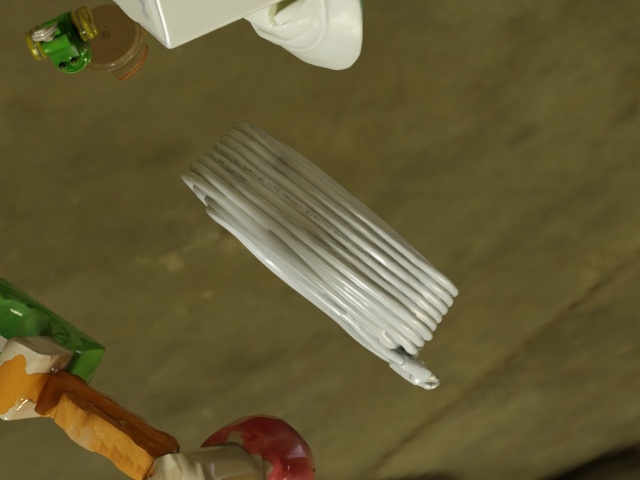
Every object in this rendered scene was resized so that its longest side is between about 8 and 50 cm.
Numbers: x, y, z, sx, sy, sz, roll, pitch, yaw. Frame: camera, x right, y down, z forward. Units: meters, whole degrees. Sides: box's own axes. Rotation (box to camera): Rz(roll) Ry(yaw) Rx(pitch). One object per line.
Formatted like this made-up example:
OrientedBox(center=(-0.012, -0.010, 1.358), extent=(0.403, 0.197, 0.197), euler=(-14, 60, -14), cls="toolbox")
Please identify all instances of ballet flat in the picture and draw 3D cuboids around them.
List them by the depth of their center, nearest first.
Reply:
OrientedBox(center=(-0.045, -0.302, 1.851), extent=(0.139, 0.139, 0.400), euler=(-21, 141, -11), cls="ballet flat")

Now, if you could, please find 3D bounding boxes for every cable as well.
OrientedBox(center=(0.000, 0.000, 1.553), extent=(0.089, 0.257, 0.257), euler=(-50, 139, -3), cls="cable")

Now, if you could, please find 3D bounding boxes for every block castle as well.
OrientedBox(center=(-0.260, 0.171, 1.347), extent=(0.303, 0.453, 0.213), euler=(-61, 162, 9), cls="block castle")

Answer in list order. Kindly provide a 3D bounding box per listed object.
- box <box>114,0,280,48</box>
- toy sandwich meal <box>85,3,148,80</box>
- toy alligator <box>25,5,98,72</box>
OrientedBox(center=(-0.009, -0.260, 1.218), extent=(0.311, 0.148, 0.121), euler=(-26, 126, -16), cls="box")
OrientedBox(center=(-0.217, -0.206, 1.866), extent=(0.085, 0.085, 0.029), euler=(-26, 158, 1), cls="toy sandwich meal")
OrientedBox(center=(-0.226, -0.171, 1.591), extent=(0.056, 0.051, 0.190), euler=(-23, -169, 3), cls="toy alligator")
